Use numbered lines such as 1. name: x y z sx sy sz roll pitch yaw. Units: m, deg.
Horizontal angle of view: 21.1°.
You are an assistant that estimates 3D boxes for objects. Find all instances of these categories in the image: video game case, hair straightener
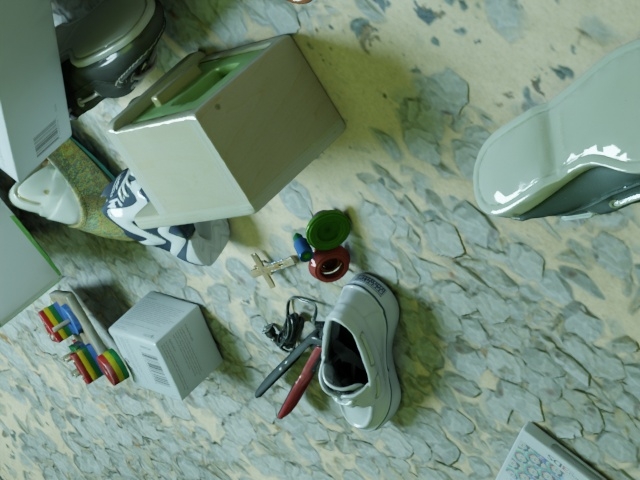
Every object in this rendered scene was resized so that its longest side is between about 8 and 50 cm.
1. video game case: 0.268 0.287 1.939 0.143 0.019 0.157 37 148 15
2. hair straightener: -0.042 0.136 2.103 0.089 0.047 0.230 40 148 9

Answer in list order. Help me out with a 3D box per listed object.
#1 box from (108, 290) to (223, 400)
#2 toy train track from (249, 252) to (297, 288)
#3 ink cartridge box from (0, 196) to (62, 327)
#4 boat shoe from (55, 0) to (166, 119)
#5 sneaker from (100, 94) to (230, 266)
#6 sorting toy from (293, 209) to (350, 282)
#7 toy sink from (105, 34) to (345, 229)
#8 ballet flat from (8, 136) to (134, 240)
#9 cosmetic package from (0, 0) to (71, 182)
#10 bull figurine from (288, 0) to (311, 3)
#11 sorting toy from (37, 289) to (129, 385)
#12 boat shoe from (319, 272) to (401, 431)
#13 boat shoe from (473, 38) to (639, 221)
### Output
1. box: -0.202 0.137 2.253 0.102 0.087 0.101 15 137 43
2. toy train track: -0.054 0.029 2.029 0.083 0.014 0.048 -19 104 50
3. ink cartridge box: -0.461 -0.018 2.250 0.198 0.115 0.273 53 172 -20
4. boat shoe: -0.236 -0.200 1.905 0.095 0.112 0.335 39 158 -23
5. sneaker: -0.212 -0.074 2.016 0.153 0.094 0.235 8 143 34
6. sorting toy: 0.000 0.000 1.905 0.042 0.061 0.102 -117 19 -50
7. toy sink: -0.119 -0.114 1.809 0.234 0.153 0.131 -6 122 53
8. ballet flat: -0.370 -0.110 2.143 0.348 0.123 0.123 51 148 -9
9. cosmetic package: -0.410 -0.255 1.820 0.284 0.097 0.377 39 158 15
10. bull figurine: -0.067 -0.355 1.519 0.188 0.101 0.310 -14 115 53
11. sorting toy: -0.342 0.136 2.375 0.132 0.046 0.274 61 164 -9
12. boat shoe: 0.034 0.146 1.989 0.095 0.084 0.258 27 144 27
13. boat shoe: 0.266 -0.089 1.471 0.099 0.116 0.319 12 157 -34
